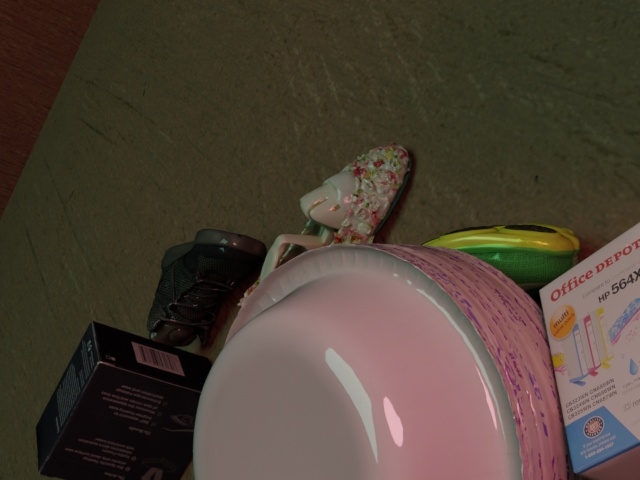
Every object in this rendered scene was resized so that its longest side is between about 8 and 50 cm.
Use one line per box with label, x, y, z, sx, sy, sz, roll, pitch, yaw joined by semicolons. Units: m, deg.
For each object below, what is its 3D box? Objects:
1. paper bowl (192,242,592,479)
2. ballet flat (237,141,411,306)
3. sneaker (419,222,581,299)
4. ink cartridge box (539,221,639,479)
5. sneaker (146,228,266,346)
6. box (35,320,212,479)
paper bowl;0.026;0.142;0.653;0.284;0.148;0.285;-4;85;46
ballet flat;0.000;0.000;0.974;0.241;0.077;0.091;-58;29;16
sneaker;0.090;0.074;0.771;0.295;0.109;0.124;-34;69;40
ink cartridge box;0.197;0.065;0.580;0.092;0.089;0.143;-41;38;39
sneaker;-0.135;0.060;1.154;0.227;0.087;0.130;-21;55;57
box;-0.219;0.197;1.122;0.158;0.155;0.093;-60;29;14
